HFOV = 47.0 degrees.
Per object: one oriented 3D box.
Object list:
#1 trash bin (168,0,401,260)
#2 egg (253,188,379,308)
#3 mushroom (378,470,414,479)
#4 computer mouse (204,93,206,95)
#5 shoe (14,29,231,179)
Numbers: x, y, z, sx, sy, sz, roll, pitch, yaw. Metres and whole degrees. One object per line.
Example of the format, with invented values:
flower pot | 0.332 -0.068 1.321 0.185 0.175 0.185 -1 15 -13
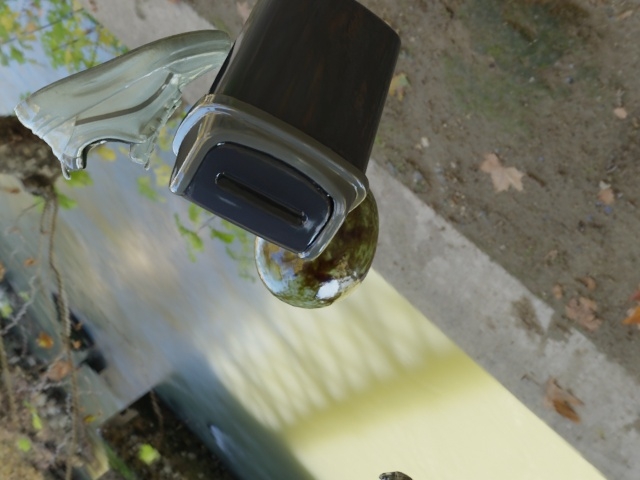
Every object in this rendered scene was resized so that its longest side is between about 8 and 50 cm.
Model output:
trash bin | -0.036 -0.140 0.838 0.209 0.290 0.182 27 155 -16
egg | 0.000 0.000 1.474 0.238 0.289 0.238 42 -177 -2
mushroom | 0.107 0.442 1.051 0.081 0.223 0.092 28 135 -24
computer mouse | -0.134 -0.225 1.478 0.071 0.126 0.231 -41 108 18
shoe | -0.255 -0.183 1.048 0.124 0.316 0.159 -157 46 -78
